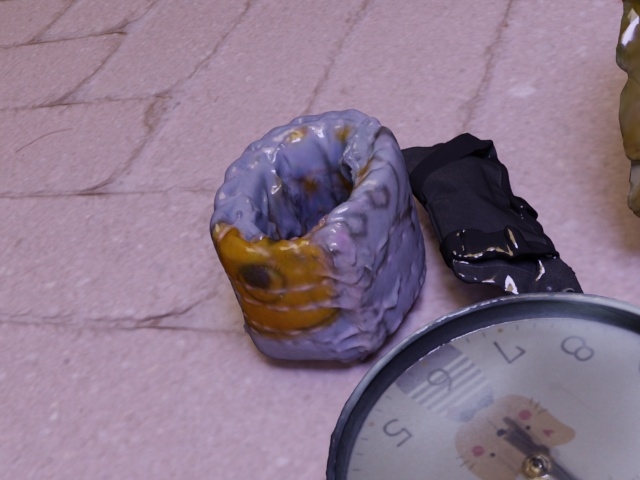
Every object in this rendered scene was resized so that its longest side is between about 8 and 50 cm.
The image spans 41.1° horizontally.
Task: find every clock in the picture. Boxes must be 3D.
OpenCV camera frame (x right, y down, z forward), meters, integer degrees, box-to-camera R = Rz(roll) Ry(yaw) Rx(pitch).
[{"bbox_3d":[0.110,0.118,0.437,0.226,0.049,0.226,-14,38,11],"label":"clock"}]

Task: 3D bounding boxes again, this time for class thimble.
[{"bbox_3d":[0.002,-0.002,0.574,0.127,0.118,0.151,-1,41,24],"label":"thimble"}]

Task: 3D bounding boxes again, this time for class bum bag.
[{"bbox_3d":[0.111,-0.025,0.592,0.087,0.049,0.198,-1,36,-11],"label":"bum bag"}]

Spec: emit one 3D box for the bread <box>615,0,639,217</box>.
[{"bbox_3d":[0.307,-0.103,0.489,0.252,0.239,0.196,1,6,33],"label":"bread"}]
